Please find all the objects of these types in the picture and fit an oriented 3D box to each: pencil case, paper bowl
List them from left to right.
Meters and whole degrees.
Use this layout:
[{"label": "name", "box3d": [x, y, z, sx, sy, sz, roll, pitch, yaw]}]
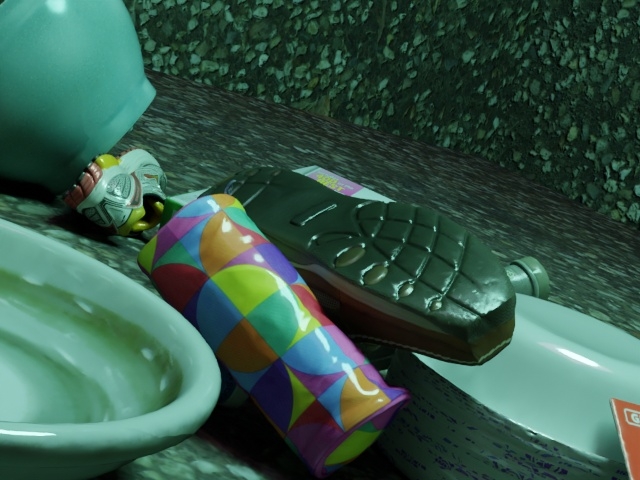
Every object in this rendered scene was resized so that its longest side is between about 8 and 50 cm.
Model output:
[{"label": "pencil case", "box3d": [-0.037, 0.066, 0.955, 0.236, 0.104, 0.104, 50, 22, 19]}, {"label": "paper bowl", "box3d": [0.196, 0.142, 1.059, 0.284, 0.148, 0.284, 20, 10, -4]}]

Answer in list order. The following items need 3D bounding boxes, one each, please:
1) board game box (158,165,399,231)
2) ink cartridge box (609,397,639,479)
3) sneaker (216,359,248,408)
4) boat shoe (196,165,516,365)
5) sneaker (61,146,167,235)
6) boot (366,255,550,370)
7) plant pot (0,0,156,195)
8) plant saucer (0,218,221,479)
[{"label": "board game box", "box3d": [0.000, 0.000, 1.471, 0.242, 0.064, 0.316, 26, 22, 26]}, {"label": "ink cartridge box", "box3d": [0.352, 0.223, 0.883, 0.275, 0.060, 0.238, 16, 45, -19]}, {"label": "sneaker", "box3d": [-0.120, 0.080, 1.025, 0.085, 0.058, 0.152, 23, 14, -35]}, {"label": "boat shoe", "box3d": [0.026, 0.035, 1.040, 0.123, 0.119, 0.324, -27, 35, -33]}, {"label": "sneaker", "box3d": [-0.219, -0.045, 1.435, 0.093, 0.088, 0.225, 41, 13, 1]}, {"label": "boot", "box3d": [0.111, 0.104, 1.214, 0.209, 0.189, 0.076, -17, 38, -25]}, {"label": "plant pot", "box3d": [-0.316, -0.178, 1.449, 0.196, 0.293, 0.293, 44, 5, -16]}, {"label": "plant saucer", "box3d": [-0.263, 0.064, 0.755, 0.401, 0.100, 0.400, 19, 12, -4]}]
